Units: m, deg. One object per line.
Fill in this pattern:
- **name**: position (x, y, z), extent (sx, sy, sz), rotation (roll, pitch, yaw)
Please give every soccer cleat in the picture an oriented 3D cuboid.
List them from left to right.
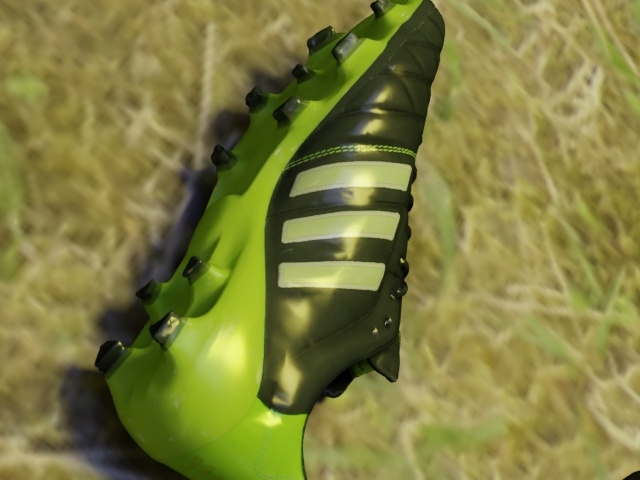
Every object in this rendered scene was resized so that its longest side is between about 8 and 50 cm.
- **soccer cleat**: position (0.000, 0.000, 0.529), extent (0.072, 0.060, 0.179), rotation (44, 52, -20)

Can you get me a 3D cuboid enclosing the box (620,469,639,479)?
- **box**: position (0.072, 0.133, 0.407), extent (0.045, 0.190, 0.184), rotation (31, 49, -17)
